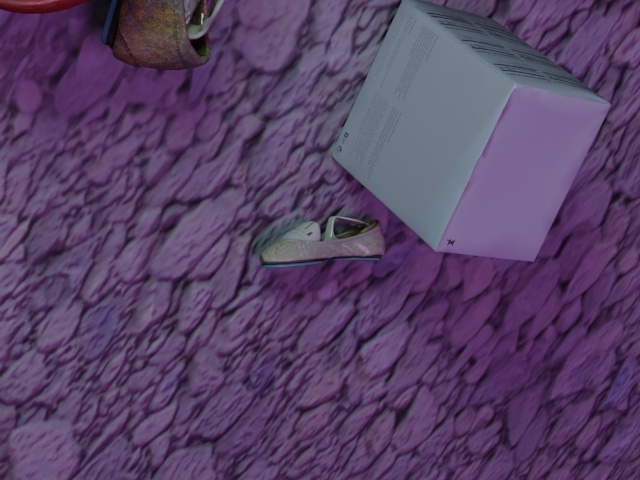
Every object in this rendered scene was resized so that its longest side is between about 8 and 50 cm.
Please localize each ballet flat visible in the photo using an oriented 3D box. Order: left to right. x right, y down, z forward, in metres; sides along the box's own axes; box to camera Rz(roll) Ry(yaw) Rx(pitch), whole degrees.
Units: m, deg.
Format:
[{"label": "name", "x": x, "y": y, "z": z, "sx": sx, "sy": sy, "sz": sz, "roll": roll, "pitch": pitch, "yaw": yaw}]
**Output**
[{"label": "ballet flat", "x": -0.107, "y": -0.303, "z": 1.547, "sx": 0.123, "sy": 0.123, "sz": 0.349, "roll": -8, "pitch": 129, "yaw": -33}, {"label": "ballet flat", "x": 0.000, "y": 0.000, "z": 1.923, "sx": 0.168, "sy": 0.057, "sz": 0.052, "roll": -4, "pitch": 95, "yaw": -40}]

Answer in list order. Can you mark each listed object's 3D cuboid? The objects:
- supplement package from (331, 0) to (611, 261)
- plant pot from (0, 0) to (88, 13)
[{"label": "supplement package", "x": 0.153, "y": -0.114, "z": 1.834, "sx": 0.149, "sy": 0.203, "sz": 0.194, "roll": 6, "pitch": 117, "yaw": -40}, {"label": "plant pot", "x": -0.235, "y": -0.295, "z": 1.420, "sx": 0.191, "sy": 0.191, "sz": 0.174, "roll": -32, "pitch": 144, "yaw": -14}]
